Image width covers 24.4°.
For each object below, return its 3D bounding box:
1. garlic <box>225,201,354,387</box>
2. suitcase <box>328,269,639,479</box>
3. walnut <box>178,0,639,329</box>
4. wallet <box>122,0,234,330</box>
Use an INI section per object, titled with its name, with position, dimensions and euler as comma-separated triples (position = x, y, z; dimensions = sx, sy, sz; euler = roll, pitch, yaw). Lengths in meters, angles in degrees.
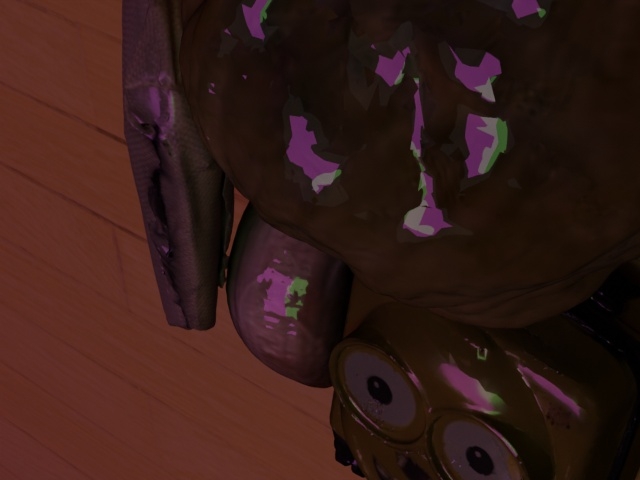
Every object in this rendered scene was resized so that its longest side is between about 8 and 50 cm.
[garlic]
position = -0.008, 0.008, 0.960
dimensions = 0.087, 0.101, 0.196
euler = 16, 100, 26
[suitcase]
position = 0.105, 0.100, 0.931
dimensions = 0.194, 0.143, 0.235
euler = 35, 140, 27
[walnut]
position = 0.073, -0.106, 0.689
dimensions = 0.253, 0.282, 0.277
euler = 22, 122, -21
[wallet]
position = -0.091, -0.105, 0.951
dimensions = 0.335, 0.068, 0.275
euler = 94, 173, -53
